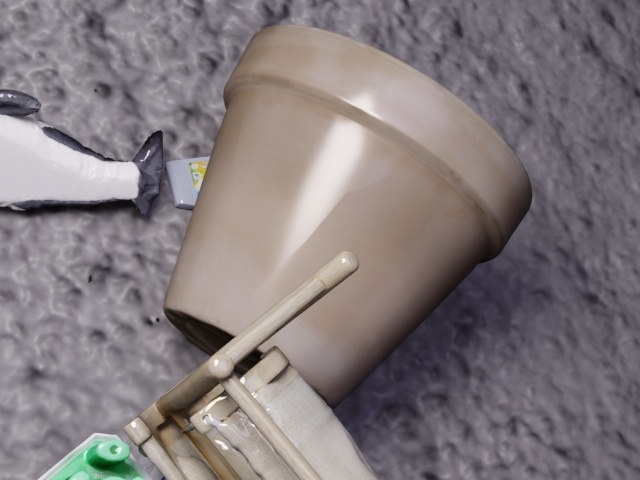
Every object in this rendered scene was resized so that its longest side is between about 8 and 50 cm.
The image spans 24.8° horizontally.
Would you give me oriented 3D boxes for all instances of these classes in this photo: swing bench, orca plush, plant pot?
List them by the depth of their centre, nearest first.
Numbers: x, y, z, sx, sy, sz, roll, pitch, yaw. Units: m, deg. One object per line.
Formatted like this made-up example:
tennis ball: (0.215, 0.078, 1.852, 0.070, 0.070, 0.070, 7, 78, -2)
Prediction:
swing bench: (-0.009, 0.190, 1.144, 0.253, 0.255, 0.165, 51, 51, 1)
orca plush: (-0.292, -0.102, 1.398, 0.287, 0.151, 0.102, -3, 40, -25)
plant pot: (0.000, 0.000, 1.408, 0.323, 0.323, 0.280, 34, 76, -11)

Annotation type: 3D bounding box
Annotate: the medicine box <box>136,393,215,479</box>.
medicine box: (-0.092, 0.327, 1.290, 0.263, 0.149, 0.289, 41, 58, -6)

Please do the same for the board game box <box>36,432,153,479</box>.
board game box: (-0.183, 0.407, 1.102, 0.390, 0.050, 0.390, -39, 91, -28)

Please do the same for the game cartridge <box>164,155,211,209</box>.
game cartridge: (-0.117, -0.060, 1.517, 0.083, 0.017, 0.056, -9, 78, -29)
